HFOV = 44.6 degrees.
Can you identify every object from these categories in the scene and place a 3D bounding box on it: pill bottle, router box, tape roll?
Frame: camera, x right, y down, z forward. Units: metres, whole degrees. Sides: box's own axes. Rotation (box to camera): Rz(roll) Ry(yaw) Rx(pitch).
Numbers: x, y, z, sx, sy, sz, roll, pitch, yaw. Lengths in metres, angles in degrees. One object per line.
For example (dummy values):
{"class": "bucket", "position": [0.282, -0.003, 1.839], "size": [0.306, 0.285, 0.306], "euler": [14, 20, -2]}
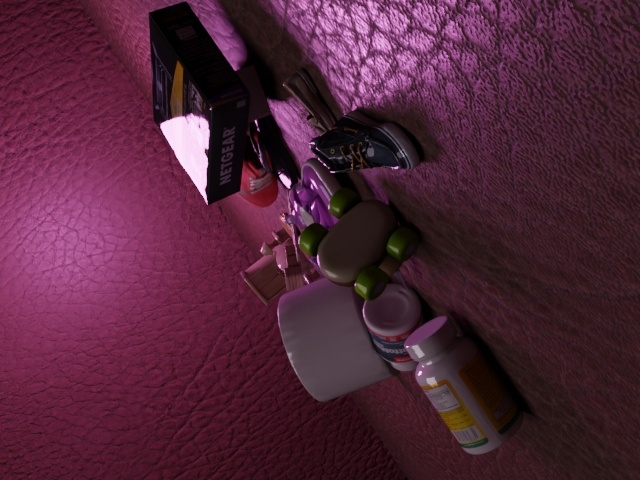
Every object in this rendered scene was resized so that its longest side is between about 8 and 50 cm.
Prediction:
{"class": "pill bottle", "position": [0.149, 0.172, 1.476], "size": [0.108, 0.108, 0.180], "euler": [47, 168, 38]}
{"class": "router box", "position": [-0.234, -0.252, 1.483], "size": [0.243, 0.081, 0.309], "euler": [56, 156, 21]}
{"class": "pill bottle", "position": [0.228, 0.232, 1.276], "size": [0.208, 0.117, 0.117], "euler": [55, 170, -4]}
{"class": "tape roll", "position": [0.042, 0.193, 1.626], "size": [0.246, 0.169, 0.246], "euler": [57, -161, -31]}

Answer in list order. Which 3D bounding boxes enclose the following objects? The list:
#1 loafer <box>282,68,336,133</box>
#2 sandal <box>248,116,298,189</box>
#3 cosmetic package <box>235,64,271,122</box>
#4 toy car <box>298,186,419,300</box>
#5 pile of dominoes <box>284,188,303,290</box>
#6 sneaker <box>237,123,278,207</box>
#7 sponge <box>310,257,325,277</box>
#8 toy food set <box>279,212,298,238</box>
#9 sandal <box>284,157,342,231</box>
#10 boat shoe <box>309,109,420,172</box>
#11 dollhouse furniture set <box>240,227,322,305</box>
{"class": "loafer", "position": [-0.013, -0.200, 1.196], "size": [0.125, 0.039, 0.045], "euler": [58, 169, -18]}
{"class": "sandal", "position": [-0.122, -0.209, 1.640], "size": [0.097, 0.054, 0.255], "euler": [41, 163, 54]}
{"class": "cosmetic package", "position": [-0.177, -0.272, 1.525], "size": [0.239, 0.060, 0.099], "euler": [7, 121, 64]}
{"class": "toy car", "position": [0.081, 0.028, 1.273], "size": [0.155, 0.149, 0.188], "euler": [37, 174, 30]}
{"class": "pile of dominoes", "position": [-0.074, -0.010, 1.789], "size": [0.196, 0.040, 0.251], "euler": [86, 175, -53]}
{"class": "sneaker", "position": [-0.162, -0.167, 1.799], "size": [0.136, 0.116, 0.314], "euler": [44, 166, 40]}
{"class": "sponge", "position": [0.066, 0.115, 1.841], "size": [0.210, 0.031, 0.117], "euler": [38, 168, 46]}
{"class": "toy food set", "position": [-0.087, -0.040, 2.149], "size": [0.083, 0.020, 0.082], "euler": [56, 170, -9]}
{"class": "sandal", "position": [-0.014, -0.048, 1.521], "size": [0.169, 0.102, 0.416], "euler": [54, 172, 1]}
{"class": "boat shoe", "position": [0.055, -0.115, 1.027], "size": [0.065, 0.083, 0.183], "euler": [60, 169, -29]}
{"class": "dollhouse furniture set", "position": [-0.055, 0.158, 2.036], "size": [0.303, 0.173, 0.355], "euler": [53, 179, -33]}
